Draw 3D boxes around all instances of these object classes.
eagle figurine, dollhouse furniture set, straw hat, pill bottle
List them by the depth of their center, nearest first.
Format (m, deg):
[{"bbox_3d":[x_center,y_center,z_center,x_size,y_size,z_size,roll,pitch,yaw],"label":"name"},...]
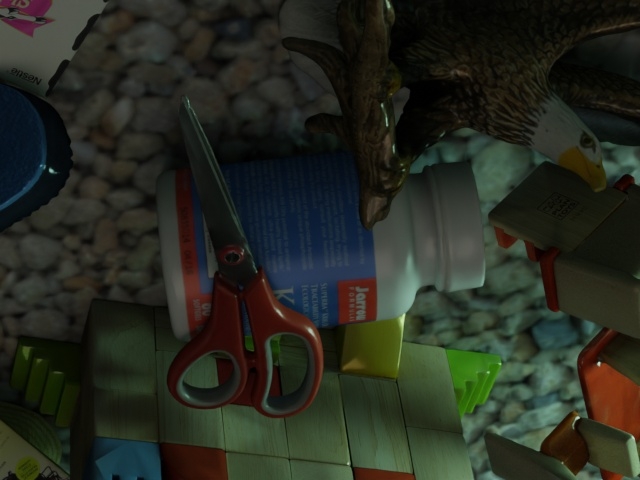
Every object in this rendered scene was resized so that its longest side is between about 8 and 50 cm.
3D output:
[{"bbox_3d":[0.141,-0.118,1.170,0.298,0.225,0.226,-25,-179,-24],"label":"eagle figurine"},{"bbox_3d":[0.000,0.000,1.262,0.222,0.124,0.124,-7,131,-1],"label":"pill bottle"},{"bbox_3d":[0.217,0.076,1.306,0.262,0.135,0.259,-42,136,-26],"label":"dollhouse furniture set"},{"bbox_3d":[-0.280,0.195,1.436,0.144,0.061,0.144,-4,132,-5],"label":"straw hat"}]

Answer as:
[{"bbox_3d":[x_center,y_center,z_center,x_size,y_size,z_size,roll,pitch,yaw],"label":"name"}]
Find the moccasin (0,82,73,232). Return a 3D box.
[{"bbox_3d":[-0.303,-0.029,1.208,0.342,0.137,0.117,-11,162,26],"label":"moccasin"}]

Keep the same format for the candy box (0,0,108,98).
[{"bbox_3d":[-0.196,-0.204,1.094,0.165,0.070,0.196,22,125,-24],"label":"candy box"}]

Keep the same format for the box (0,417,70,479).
[{"bbox_3d":[-0.261,0.176,1.372,0.232,0.058,0.087,42,80,-20],"label":"box"}]

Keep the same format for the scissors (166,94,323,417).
[{"bbox_3d":[-0.046,0.017,1.174,0.109,0.021,0.297,0,133,-5],"label":"scissors"}]

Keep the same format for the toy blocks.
[{"bbox_3d":[-0.037,0.183,1.326,0.381,0.261,0.190,9,129,-14],"label":"toy blocks"}]
